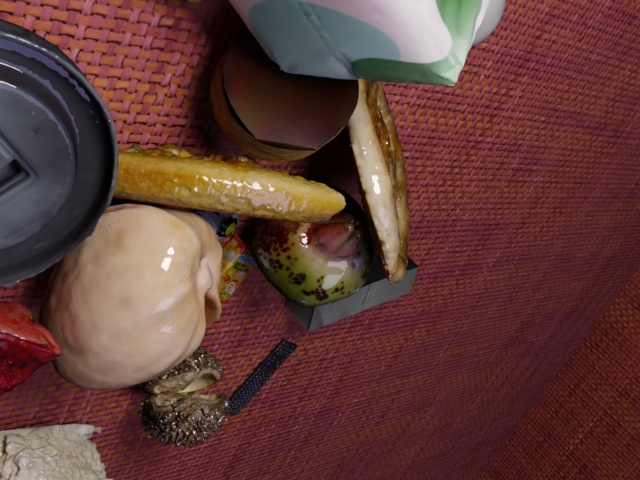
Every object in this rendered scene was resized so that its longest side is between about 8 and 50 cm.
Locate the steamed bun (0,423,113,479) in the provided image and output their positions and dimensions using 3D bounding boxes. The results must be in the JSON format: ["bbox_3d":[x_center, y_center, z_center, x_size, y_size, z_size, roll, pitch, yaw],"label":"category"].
[{"bbox_3d":[-0.459,0.485,1.360,0.273,0.272,0.290,-46,144,5],"label":"steamed bun"}]

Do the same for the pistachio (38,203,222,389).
[{"bbox_3d":[-0.251,0.072,1.092,0.308,0.230,0.229,-33,158,37],"label":"pistachio"}]

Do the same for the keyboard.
[{"bbox_3d":[-0.130,0.290,1.723,0.204,0.013,0.061,-48,148,7],"label":"keyboard"}]

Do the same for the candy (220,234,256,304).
[{"bbox_3d":[-0.158,0.052,1.397,0.122,0.038,0.062,-49,147,8],"label":"candy"}]

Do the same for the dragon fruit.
[{"bbox_3d":[-0.508,0.126,1.009,0.316,0.152,0.205,-31,140,10],"label":"dragon fruit"}]

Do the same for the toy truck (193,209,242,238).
[{"bbox_3d":[-0.140,-0.060,1.266,0.111,0.076,0.077,-56,163,16],"label":"toy truck"}]

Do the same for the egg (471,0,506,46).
[{"bbox_3d":[0.191,-0.373,1.187,0.151,0.151,0.209,-39,141,-7],"label":"egg"}]

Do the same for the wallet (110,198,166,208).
[{"bbox_3d":[-0.308,-0.022,1.161,0.146,0.030,0.285,-46,148,1],"label":"wallet"}]

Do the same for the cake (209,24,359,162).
[{"bbox_3d":[-0.060,-0.194,1.114,0.208,0.185,0.178,-55,-171,-21],"label":"cake"}]

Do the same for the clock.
[{"bbox_3d":[-0.386,-0.088,0.890,0.324,0.067,0.325,-14,130,-18],"label":"clock"}]

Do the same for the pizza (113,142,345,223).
[{"bbox_3d":[-0.139,-0.074,1.064,0.257,0.268,0.087,-1,101,-59],"label":"pizza"}]

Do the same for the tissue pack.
[{"bbox_3d":[0.005,-0.336,0.851,0.356,0.266,0.194,49,61,-48],"label":"tissue pack"}]

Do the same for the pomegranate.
[{"bbox_3d":[0.000,0.000,1.322,0.214,0.214,0.248,-27,-179,-24],"label":"pomegranate"}]

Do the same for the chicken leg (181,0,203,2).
[{"bbox_3d":[-0.184,-0.312,0.932,0.197,0.069,0.085,-16,138,-25],"label":"chicken leg"}]

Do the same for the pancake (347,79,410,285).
[{"bbox_3d":[0.096,-0.097,1.281,0.065,0.356,0.356,-6,148,12],"label":"pancake"}]

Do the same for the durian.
[{"bbox_3d":[-0.253,0.267,1.434,0.167,0.196,0.196,22,111,-45],"label":"durian"}]

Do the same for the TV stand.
[{"bbox_3d":[0.066,0.090,1.638,0.269,0.088,0.083,-19,140,-34],"label":"TV stand"}]
